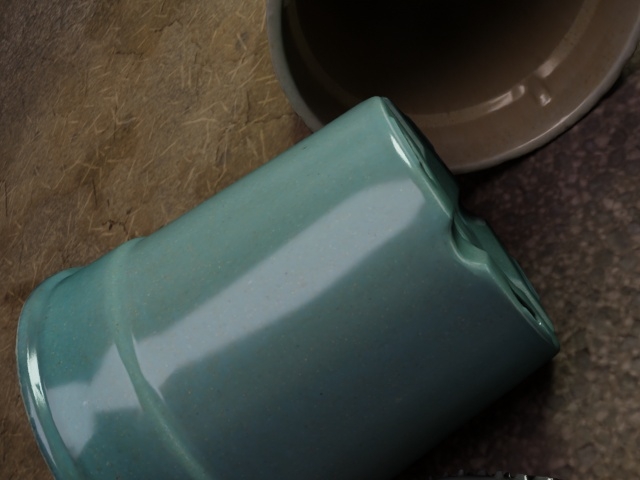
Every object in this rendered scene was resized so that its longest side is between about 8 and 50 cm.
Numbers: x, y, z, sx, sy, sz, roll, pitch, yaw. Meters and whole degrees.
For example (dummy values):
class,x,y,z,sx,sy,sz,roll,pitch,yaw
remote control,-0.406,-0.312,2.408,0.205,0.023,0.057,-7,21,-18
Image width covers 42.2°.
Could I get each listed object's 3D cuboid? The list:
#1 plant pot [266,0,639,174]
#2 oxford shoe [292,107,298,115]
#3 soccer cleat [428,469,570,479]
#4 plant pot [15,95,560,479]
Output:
class,x,y,z,sx,sy,sz,roll,pitch,yaw
plant pot,0.100,-0.284,0.807,0.334,0.334,0.305,-40,36,22
oxford shoe,0.002,-0.319,1.024,0.123,0.130,0.348,-5,66,42
soccer cleat,0.200,0.229,0.568,0.318,0.109,0.116,-2,71,40
plant pot,-0.009,0.073,0.705,0.334,0.341,0.341,-37,47,14
